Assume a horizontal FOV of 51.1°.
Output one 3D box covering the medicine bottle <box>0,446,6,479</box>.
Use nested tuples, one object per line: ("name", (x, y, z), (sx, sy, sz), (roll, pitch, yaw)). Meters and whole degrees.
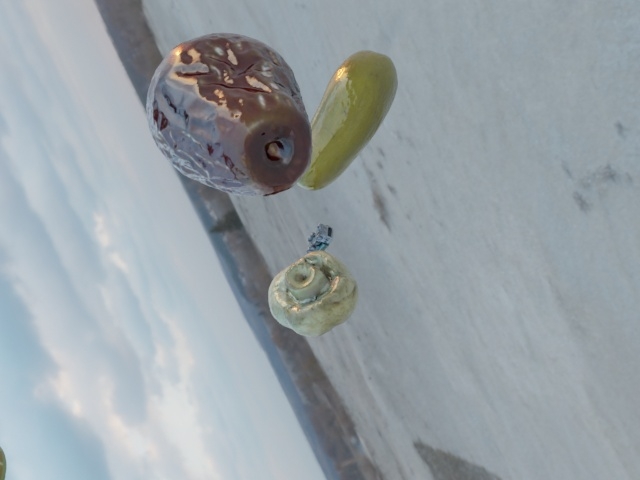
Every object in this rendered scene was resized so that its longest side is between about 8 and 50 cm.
("medicine bottle", (-0.435, 0.213, 0.663), (0.124, 0.124, 0.239), (57, 177, 41))

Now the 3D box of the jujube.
("jujube", (-0.102, -0.145, 0.789), (0.255, 0.190, 0.190), (42, 158, 54))

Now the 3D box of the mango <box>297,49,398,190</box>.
("mango", (0.049, -0.249, 1.404), (0.142, 0.332, 0.195), (33, -179, 3))

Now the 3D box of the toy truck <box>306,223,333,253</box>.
("toy truck", (0.000, 0.000, 1.416), (0.083, 0.044, 0.039), (127, 153, -50))

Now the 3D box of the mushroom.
("mushroom", (-0.011, 0.083, 1.038), (0.148, 0.148, 0.112), (58, 177, 37))
